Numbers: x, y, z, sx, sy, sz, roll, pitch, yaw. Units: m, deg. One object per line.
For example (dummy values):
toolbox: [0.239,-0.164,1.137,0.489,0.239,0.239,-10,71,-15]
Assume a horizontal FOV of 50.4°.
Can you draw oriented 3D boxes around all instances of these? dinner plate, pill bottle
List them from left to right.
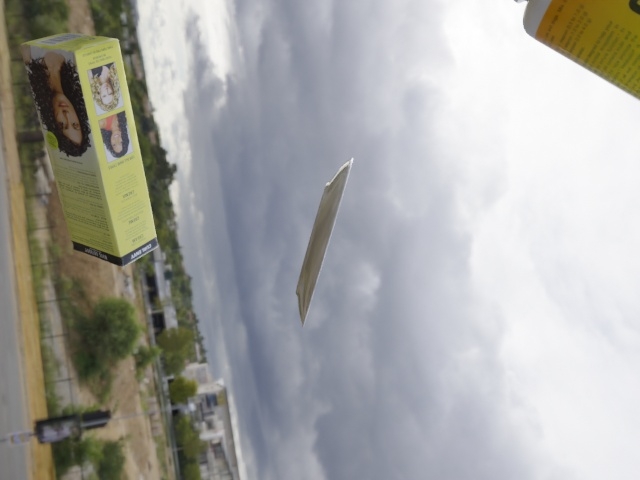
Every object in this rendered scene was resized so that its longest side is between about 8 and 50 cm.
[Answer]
dinner plate: [0.000,0.000,0.545,0.141,0.017,0.141,15,90,-89]
pill bottle: [0.235,-0.175,0.499,0.215,0.117,0.117,35,-28,12]

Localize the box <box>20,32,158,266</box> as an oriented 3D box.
box: [-0.236,-0.091,0.709,0.087,0.058,0.232,14,-56,31]
